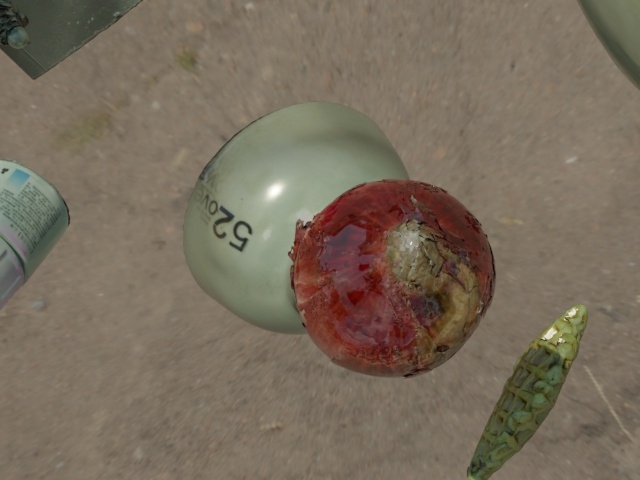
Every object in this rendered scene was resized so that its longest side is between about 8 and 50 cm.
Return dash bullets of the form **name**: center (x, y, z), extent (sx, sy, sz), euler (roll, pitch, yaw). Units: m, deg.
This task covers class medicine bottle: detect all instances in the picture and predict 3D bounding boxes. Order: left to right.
- **medicine bottle**: center (-0.396, 0.001, 1.415), extent (0.135, 0.135, 0.168), euler (26, 50, 2)

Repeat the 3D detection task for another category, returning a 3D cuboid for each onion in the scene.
- **onion**: center (0.061, 0.024, 1.006), extent (0.184, 0.147, 0.184), euler (0, 70, 1)

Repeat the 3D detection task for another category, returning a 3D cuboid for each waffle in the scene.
- **waffle**: center (0.256, 0.190, 1.461), extent (0.054, 0.208, 0.214), euler (29, 135, 2)

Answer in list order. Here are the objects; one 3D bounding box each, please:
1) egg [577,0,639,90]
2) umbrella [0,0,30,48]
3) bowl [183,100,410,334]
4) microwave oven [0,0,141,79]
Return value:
- **egg**: center (0.205, -0.199, 0.377), extent (0.278, 0.278, 0.336), euler (-1, 122, 2)
- **umbrella**: center (-0.399, -0.274, 1.415), extent (0.143, 0.067, 0.062), euler (39, 118, 21)
- **bowl**: center (0.000, 0.000, 1.674), extent (0.354, 0.354, 0.185), euler (-44, 44, 2)
- **microwave oven**: center (-0.384, -0.512, 1.780), extent (0.374, 0.432, 0.236), euler (-34, 126, 17)
